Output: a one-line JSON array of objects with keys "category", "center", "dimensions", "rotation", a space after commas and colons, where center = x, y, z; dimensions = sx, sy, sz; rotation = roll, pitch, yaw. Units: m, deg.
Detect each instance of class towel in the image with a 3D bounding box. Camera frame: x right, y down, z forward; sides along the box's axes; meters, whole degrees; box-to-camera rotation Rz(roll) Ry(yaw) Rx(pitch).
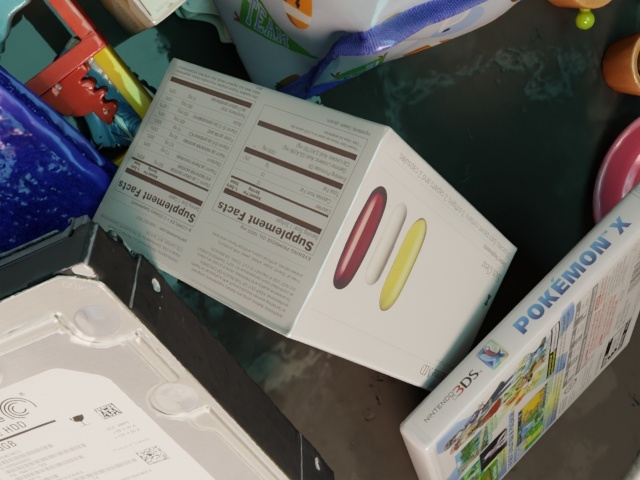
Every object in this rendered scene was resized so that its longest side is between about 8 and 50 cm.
[{"category": "towel", "center": [-0.309, 0.007, 0.626], "dimensions": [0.227, 0.076, 0.308], "rotation": [42, 95, -21]}]

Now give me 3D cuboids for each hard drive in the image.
[{"category": "hard drive", "center": [-0.164, 0.149, 0.638], "dimensions": [0.237, 0.064, 0.339], "rotation": [-22, 128, 15]}]

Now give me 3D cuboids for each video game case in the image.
[{"category": "video game case", "center": [0.205, 0.128, 0.806], "dimensions": [0.300, 0.036, 0.329], "rotation": [-43, 152, -12]}]

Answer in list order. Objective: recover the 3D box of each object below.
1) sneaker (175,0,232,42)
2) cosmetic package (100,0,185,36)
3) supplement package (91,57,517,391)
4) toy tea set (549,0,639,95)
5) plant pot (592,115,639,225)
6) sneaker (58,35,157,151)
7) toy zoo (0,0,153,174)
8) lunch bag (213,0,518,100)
[{"category": "sneaker", "center": [-0.115, -0.227, 0.727], "dimensions": [0.152, 0.054, 0.061], "rotation": [32, 87, -23]}, {"category": "cosmetic package", "center": [-0.147, -0.202, 0.682], "dimensions": [0.041, 0.115, 0.060], "rotation": [-43, 109, -11]}, {"category": "supplement package", "center": [0.000, 0.000, 0.665], "dimensions": [0.262, 0.204, 0.145], "rotation": [30, 85, -55]}, {"category": "toy tea set", "center": [0.313, -0.303, 0.854], "dimensions": [0.200, 0.124, 0.336], "rotation": [-46, 111, -11]}, {"category": "plant pot", "center": [0.429, -0.038, 0.911], "dimensions": [0.180, 0.201, 0.201], "rotation": [9, 93, -39]}, {"category": "sneaker", "center": [-0.163, -0.099, 0.729], "dimensions": [0.162, 0.063, 0.073], "rotation": [40, 97, -16]}, {"category": "toy zoo", "center": [-0.249, -0.107, 0.666], "dimensions": [0.192, 0.030, 0.293], "rotation": [-36, 109, 6]}, {"category": "lunch bag", "center": [0.081, -0.330, 0.674], "dimensions": [0.385, 0.239, 0.328], "rotation": [-28, 98, -26]}]
